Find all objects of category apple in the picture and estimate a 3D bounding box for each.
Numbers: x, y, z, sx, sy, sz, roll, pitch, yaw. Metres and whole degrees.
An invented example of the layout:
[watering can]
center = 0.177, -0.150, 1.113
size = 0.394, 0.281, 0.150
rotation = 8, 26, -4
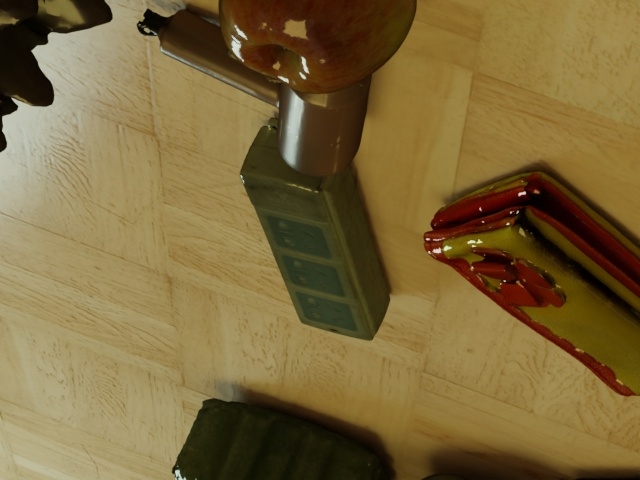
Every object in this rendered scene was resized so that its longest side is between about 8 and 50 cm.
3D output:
[apple]
center = -0.003, -0.152, 1.241
size = 0.126, 0.102, 0.126
rotation = 19, 153, 10

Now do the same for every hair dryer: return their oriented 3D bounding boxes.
[hair dryer]
center = -0.051, -0.124, 1.389
size = 0.182, 0.064, 0.117
rotation = 26, 153, 10

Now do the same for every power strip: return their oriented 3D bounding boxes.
[power strip]
center = 0.000, 0.000, 1.574
size = 0.078, 0.052, 0.272
rotation = 14, 152, 20

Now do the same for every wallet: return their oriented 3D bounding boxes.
[wallet]
center = 0.197, 0.046, 1.480
size = 0.241, 0.067, 0.141
rotation = 36, 153, -23

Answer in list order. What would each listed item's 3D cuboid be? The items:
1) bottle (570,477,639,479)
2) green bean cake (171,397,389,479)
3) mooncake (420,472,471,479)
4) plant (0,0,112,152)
[bottle]
center = 0.297, 0.244, 1.770
size = 0.164, 0.060, 0.060
rotation = -7, 139, 46
[green bean cake]
center = -0.039, 0.268, 2.021
size = 0.222, 0.125, 0.227
rotation = 15, 154, 13
[mooncake]
center = 0.183, 0.332, 1.907
size = 0.275, 0.135, 0.275
rotation = 27, 170, 5
[plant]
center = -0.309, -0.186, 1.375
size = 0.321, 0.194, 0.181
rotation = 23, 166, 12
